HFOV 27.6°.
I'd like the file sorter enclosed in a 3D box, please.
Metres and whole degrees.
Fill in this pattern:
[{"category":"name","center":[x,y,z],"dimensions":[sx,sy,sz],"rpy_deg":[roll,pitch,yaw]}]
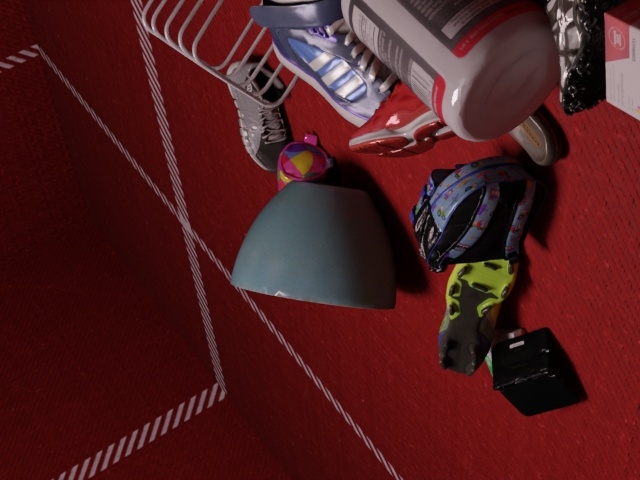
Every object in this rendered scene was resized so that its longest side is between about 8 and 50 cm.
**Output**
[{"category":"file sorter","center":[-0.142,-0.347,2.065],"dimensions":[0.193,0.173,0.278],"rpy_deg":[31,-176,-32]}]

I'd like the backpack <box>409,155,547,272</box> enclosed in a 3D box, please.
[{"category":"backpack","center":[0.216,-0.050,1.767],"dimensions":[0.173,0.158,0.116],"rpy_deg":[110,148,-49]}]

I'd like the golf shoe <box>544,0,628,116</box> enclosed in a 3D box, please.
[{"category":"golf shoe","center":[0.291,-0.231,1.446],"dimensions":[0.198,0.077,0.094],"rpy_deg":[92,156,-45]}]

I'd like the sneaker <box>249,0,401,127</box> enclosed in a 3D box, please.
[{"category":"sneaker","center":[0.050,-0.292,1.795],"dimensions":[0.323,0.130,0.236],"rpy_deg":[34,154,22]}]

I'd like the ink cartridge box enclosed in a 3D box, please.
[{"category":"ink cartridge box","center":[0.377,-0.160,1.314],"dimensions":[0.198,0.067,0.115],"rpy_deg":[41,152,45]}]

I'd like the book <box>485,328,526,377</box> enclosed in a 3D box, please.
[{"category":"book","center":[0.302,0.187,2.074],"dimensions":[0.096,0.035,0.144],"rpy_deg":[65,162,-2]}]

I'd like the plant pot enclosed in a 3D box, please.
[{"category":"plant pot","center":[0.000,0.000,2.267],"dimensions":[0.290,0.290,0.195],"rpy_deg":[-166,84,-65]}]

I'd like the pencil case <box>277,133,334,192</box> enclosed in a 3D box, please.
[{"category":"pencil case","center":[-0.030,-0.088,2.429],"dimensions":[0.104,0.104,0.236],"rpy_deg":[51,157,26]}]

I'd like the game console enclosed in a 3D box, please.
[{"category":"game console","center":[0.326,0.201,1.980],"dimensions":[0.122,0.071,0.107],"rpy_deg":[-27,57,49]}]

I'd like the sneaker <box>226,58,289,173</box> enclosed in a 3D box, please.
[{"category":"sneaker","center":[-0.098,-0.228,2.418],"dimensions":[0.132,0.086,0.228],"rpy_deg":[8,124,64]}]

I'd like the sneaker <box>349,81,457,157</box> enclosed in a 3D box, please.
[{"category":"sneaker","center":[0.122,-0.189,1.746],"dimensions":[0.221,0.087,0.128],"rpy_deg":[-13,73,48]}]

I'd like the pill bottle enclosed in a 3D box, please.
[{"category":"pill bottle","center":[0.137,-0.280,1.589],"dimensions":[0.318,0.176,0.176],"rpy_deg":[49,158,31]}]

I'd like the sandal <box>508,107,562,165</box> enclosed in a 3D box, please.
[{"category":"sandal","center":[0.226,-0.175,1.691],"dimensions":[0.219,0.060,0.090],"rpy_deg":[55,160,20]}]

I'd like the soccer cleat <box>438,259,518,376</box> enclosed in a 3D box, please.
[{"category":"soccer cleat","center":[0.238,0.082,1.988],"dimensions":[0.093,0.121,0.289],"rpy_deg":[16,133,6]}]
